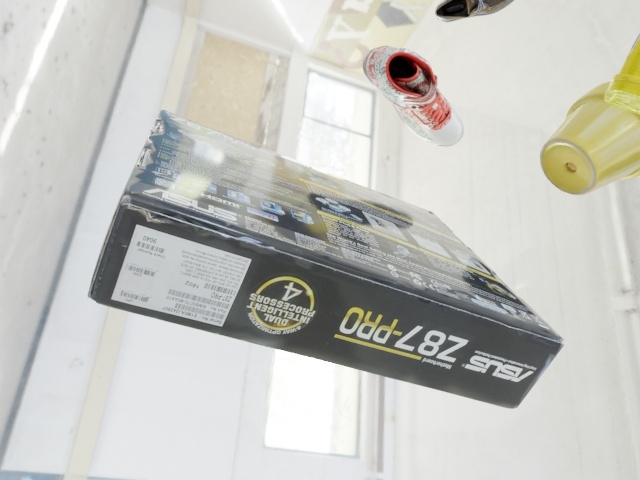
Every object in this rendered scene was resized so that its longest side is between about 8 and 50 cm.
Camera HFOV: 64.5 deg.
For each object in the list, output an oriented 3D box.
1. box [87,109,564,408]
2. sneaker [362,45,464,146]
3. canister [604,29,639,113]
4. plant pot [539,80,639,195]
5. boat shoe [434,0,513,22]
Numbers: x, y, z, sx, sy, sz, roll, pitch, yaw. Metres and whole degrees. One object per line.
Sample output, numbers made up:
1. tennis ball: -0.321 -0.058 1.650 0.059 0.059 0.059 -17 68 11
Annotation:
1. box: 0.000 0.000 0.533 0.097 0.395 0.318 -64 -158 20
2. sneaker: 0.200 -0.268 0.985 0.090 0.270 0.145 -48 -160 7
3. canister: 0.488 -0.279 0.731 0.126 0.073 0.170 -7 122 -63
4. plant pot: 0.705 -0.240 1.293 0.254 0.239 0.254 49 -18 22
5. boat shoe: 0.342 -0.523 1.121 0.066 0.183 0.066 -42 117 -50
